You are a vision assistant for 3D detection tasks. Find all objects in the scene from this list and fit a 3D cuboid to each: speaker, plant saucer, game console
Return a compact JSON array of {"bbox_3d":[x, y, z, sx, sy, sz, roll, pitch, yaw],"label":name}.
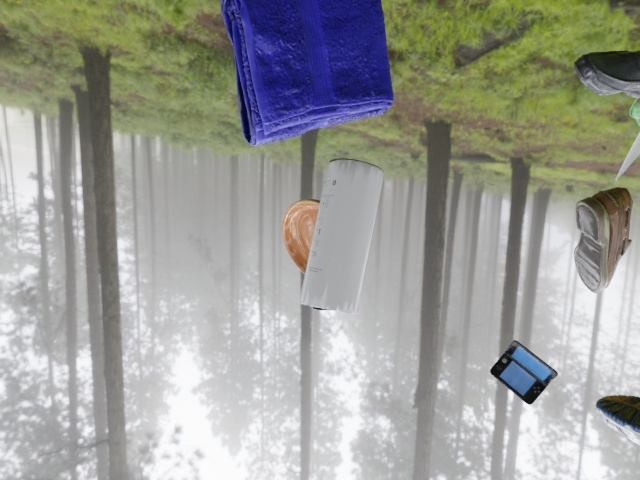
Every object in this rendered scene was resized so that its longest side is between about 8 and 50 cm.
[{"bbox_3d":[0.019,-0.002,0.435,0.055,0.136,0.055,11,173,1],"label":"speaker"},{"bbox_3d":[0.000,0.000,1.039,0.200,0.200,0.037,9,-152,38],"label":"plant saucer"},{"bbox_3d":[0.577,0.379,1.357,0.144,0.124,0.085,40,-178,27],"label":"game console"}]

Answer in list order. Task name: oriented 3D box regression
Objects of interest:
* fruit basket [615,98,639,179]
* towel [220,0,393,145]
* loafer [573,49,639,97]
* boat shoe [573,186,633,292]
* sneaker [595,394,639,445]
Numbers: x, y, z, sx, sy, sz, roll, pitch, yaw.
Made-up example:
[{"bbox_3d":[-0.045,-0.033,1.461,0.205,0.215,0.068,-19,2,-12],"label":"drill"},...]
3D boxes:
[{"bbox_3d":[0.781,-0.340,1.057,0.353,0.327,0.165,-30,-128,-28],"label":"fruit basket"},{"bbox_3d":[-0.001,-0.295,0.778,0.308,0.228,0.076,-22,-155,-35],"label":"towel"},{"bbox_3d":[0.512,-0.287,0.791,0.223,0.076,0.078,-4,159,-28],"label":"loafer"},{"bbox_3d":[0.680,0.009,1.122,0.104,0.307,0.111,-25,-136,1],"label":"boat shoe"},{"bbox_3d":[0.662,0.400,0.899,0.111,0.131,0.296,-16,-168,-18],"label":"sneaker"}]
